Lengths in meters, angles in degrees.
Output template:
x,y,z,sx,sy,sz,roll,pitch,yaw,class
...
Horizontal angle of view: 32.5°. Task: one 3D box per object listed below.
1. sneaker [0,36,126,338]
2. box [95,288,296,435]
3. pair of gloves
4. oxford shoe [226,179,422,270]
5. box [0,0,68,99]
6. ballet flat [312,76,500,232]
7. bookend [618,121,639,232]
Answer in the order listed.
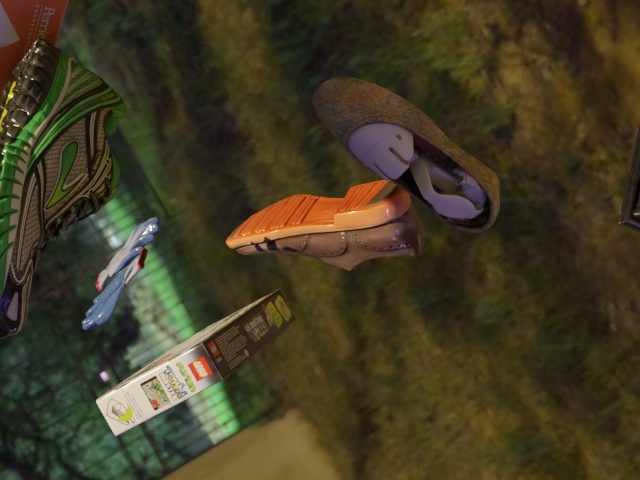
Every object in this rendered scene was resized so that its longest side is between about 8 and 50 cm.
x,y,z,sx,sy,sz,roll,pitch,yaw,class
-0.280,-0.053,1.141,0.146,0.344,0.134,25,145,-24,sneaker
-0.105,0.104,0.987,0.036,0.114,0.207,61,-161,-1,box
-0.301,0.051,1.669,0.023,0.159,0.198,35,-154,-20,pair of gloves
0.000,0.000,1.840,0.363,0.130,0.133,-7,120,36,oxford shoe
-0.491,-0.242,1.233,0.168,0.345,0.215,54,130,46,box
0.135,-0.116,1.602,0.348,0.123,0.123,31,-171,-29,ballet flat
0.469,-0.088,1.384,0.072,0.157,0.156,20,168,-26,bookend
